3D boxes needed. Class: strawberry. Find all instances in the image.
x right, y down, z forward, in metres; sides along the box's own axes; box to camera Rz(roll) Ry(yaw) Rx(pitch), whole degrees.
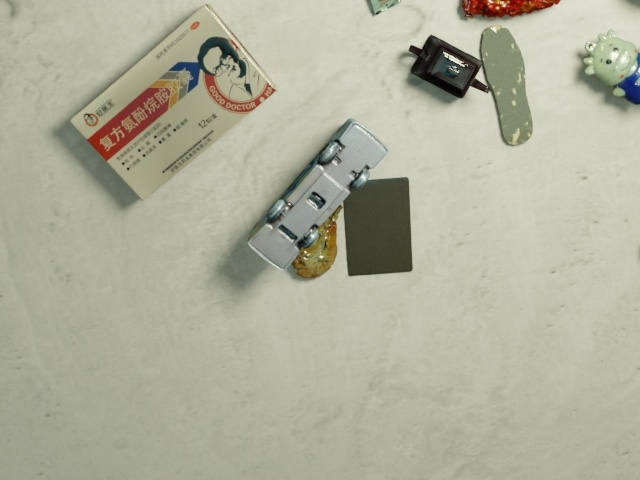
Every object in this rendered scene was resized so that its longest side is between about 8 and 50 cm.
[{"bbox_3d":[0.375,-0.510,1.676,0.228,0.098,0.174,-16,109,2],"label":"strawberry"}]

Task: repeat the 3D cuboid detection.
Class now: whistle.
[{"bbox_3d":[0.623,-0.327,1.756,0.244,0.092,0.110,30,94,-11],"label":"whistle"}]

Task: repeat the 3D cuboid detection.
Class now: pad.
[{"bbox_3d":[0.122,-0.028,1.874,0.142,0.003,0.211,-4,109,-2],"label":"pad"}]

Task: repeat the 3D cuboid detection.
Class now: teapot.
[{"bbox_3d":[0.251,-0.334,1.729,0.177,0.096,0.087,26,105,-11],"label":"teapot"}]

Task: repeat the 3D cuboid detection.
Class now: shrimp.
[{"bbox_3d":[0.000,0.000,1.860,0.091,0.043,0.184,15,114,-16],"label":"shrimp"}]

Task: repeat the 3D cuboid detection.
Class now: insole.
[{"bbox_3d":[0.378,-0.312,1.789,0.081,0.011,0.248,-16,108,3],"label":"insole"}]

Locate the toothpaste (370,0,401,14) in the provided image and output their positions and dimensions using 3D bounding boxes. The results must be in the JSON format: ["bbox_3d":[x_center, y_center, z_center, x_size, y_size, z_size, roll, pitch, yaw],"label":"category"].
[{"bbox_3d":[0.086,-0.534,1.686,0.056,0.036,0.205,-28,112,4],"label":"toothpaste"}]

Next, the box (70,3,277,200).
[{"bbox_3d":[-0.286,-0.267,1.739,0.353,0.069,0.214,-39,106,8],"label":"box"}]

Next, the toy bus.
[{"bbox_3d":[-0.007,-0.098,1.772,0.109,0.136,0.330,39,103,-12],"label":"toy bus"}]
